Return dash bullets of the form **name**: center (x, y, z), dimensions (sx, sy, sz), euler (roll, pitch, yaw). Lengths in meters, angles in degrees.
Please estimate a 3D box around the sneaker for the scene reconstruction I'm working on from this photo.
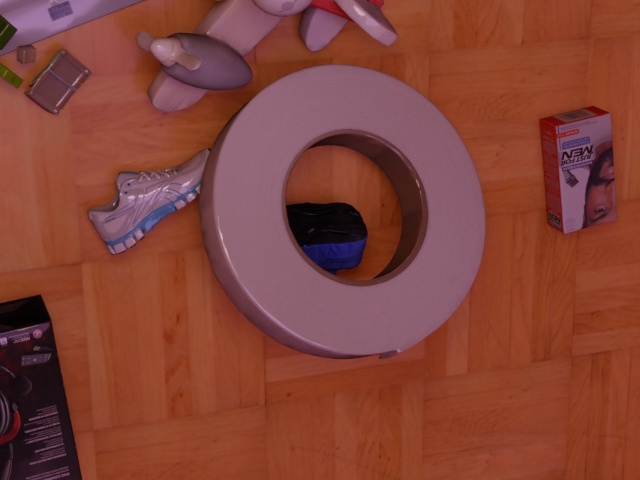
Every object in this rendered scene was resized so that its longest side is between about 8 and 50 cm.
- **sneaker**: center (-0.222, -0.068, 1.729), dimensions (0.190, 0.071, 0.083), euler (-39, 110, -4)

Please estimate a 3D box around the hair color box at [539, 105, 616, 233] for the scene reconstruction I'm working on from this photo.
- **hair color box**: center (0.379, -0.104, 1.939), dimensions (0.093, 0.053, 0.167), euler (-15, 113, -15)

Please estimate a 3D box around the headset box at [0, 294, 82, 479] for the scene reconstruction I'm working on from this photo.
- **headset box**: center (-0.439, 0.243, 1.731), dimensions (0.218, 0.110, 0.293), euler (-12, 111, -16)

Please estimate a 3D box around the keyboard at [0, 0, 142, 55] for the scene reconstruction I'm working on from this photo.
- **keyboard**: center (-0.328, -0.295, 1.646), dimensions (0.256, 0.014, 0.072), euler (-23, 119, -11)

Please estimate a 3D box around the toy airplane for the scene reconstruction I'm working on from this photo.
- **toy airplane**: center (-0.045, -0.336, 1.584), dimensions (0.384, 0.272, 0.386), euler (-9, 127, -7)

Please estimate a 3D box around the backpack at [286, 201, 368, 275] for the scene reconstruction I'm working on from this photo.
- **backpack**: center (0.000, 0.000, 1.817), dimensions (0.120, 0.098, 0.101), euler (-9, 139, -17)

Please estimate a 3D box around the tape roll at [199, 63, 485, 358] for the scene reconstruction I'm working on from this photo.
- **tape roll**: center (0.034, -0.036, 1.735), dimensions (0.392, 0.072, 0.392), euler (5, 78, -22)

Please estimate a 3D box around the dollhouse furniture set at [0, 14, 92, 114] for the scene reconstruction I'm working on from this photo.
- **dollhouse furniture set**: center (-0.364, -0.225, 1.641), dimensions (0.076, 0.058, 0.151), euler (-52, 142, -1)
